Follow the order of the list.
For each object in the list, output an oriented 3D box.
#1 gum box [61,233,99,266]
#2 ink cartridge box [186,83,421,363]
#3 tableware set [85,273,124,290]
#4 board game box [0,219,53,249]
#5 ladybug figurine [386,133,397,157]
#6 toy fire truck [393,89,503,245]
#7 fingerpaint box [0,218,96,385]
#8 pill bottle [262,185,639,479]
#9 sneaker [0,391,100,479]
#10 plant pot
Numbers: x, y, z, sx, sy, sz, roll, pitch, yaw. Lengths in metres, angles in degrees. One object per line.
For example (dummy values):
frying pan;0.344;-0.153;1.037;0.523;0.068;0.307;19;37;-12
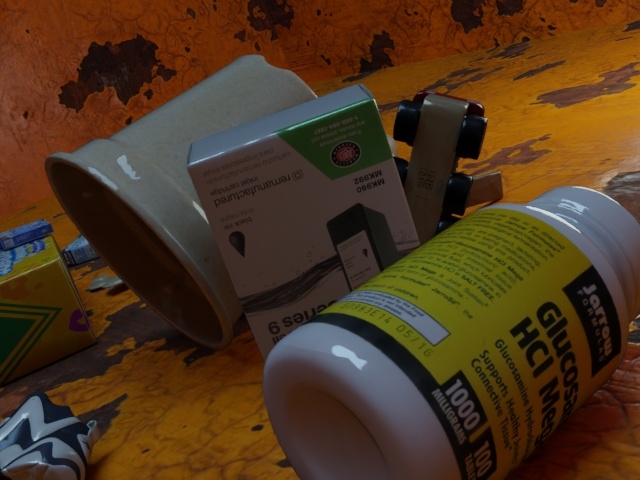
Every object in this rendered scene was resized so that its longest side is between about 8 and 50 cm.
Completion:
gum box;-0.483;-0.007;2.051;0.184;0.041;0.157;-18;16;12
ink cartridge box;0.000;0.000;1.000;0.211;0.289;0.121;-20;19;0
tableware set;-0.374;0.064;1.727;0.141;0.020;0.168;-28;16;-31
board game box;-0.526;-0.011;1.573;0.090;0.020;0.090;-23;15;-27
ladybug figurine;-0.050;-0.082;1.531;0.449;0.162;0.305;-5;15;44
toy fire truck;0.189;-0.103;1.284;0.158;0.217;0.246;14;19;11
fingerpaint box;-0.609;0.126;1.541;0.371;0.163;0.445;-24;16;-14
pill bottle;0.131;0.084;0.741;0.334;0.188;0.188;-31;19;-33
sneaker;-0.351;0.239;0.989;0.234;0.094;0.153;-15;15;16
plant pot;-0.141;-0.077;1.205;0.305;0.334;0.333;-45;25;-22
